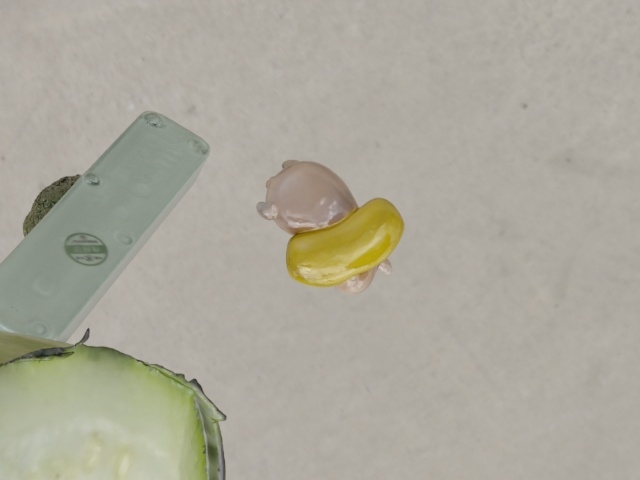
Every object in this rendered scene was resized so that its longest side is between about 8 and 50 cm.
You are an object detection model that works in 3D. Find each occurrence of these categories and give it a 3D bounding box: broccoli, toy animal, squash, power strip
[{"bbox_3d":[-0.274,-0.016,1.369,0.130,0.131,0.120,-56,144,-29],"label":"broccoli"},{"bbox_3d":[0.000,0.000,0.915,0.091,0.114,0.082,-54,171,-20],"label":"toy animal"},{"bbox_3d":[-0.183,0.068,0.375,0.287,0.137,0.137,13,125,15],"label":"squash"},{"bbox_3d":[-0.233,-0.002,1.223,0.091,0.385,0.062,30,133,1],"label":"power strip"}]
